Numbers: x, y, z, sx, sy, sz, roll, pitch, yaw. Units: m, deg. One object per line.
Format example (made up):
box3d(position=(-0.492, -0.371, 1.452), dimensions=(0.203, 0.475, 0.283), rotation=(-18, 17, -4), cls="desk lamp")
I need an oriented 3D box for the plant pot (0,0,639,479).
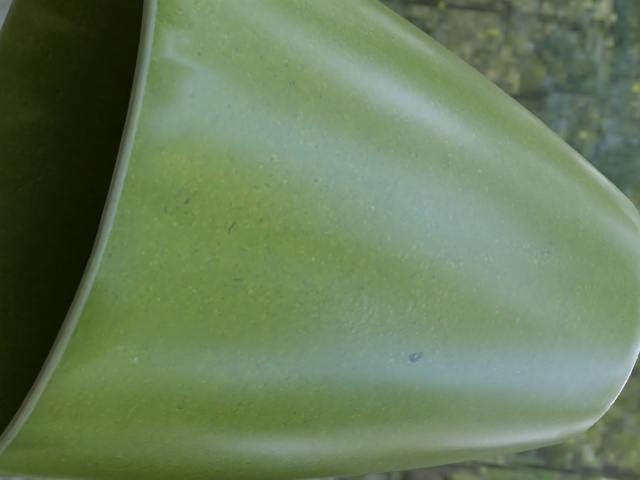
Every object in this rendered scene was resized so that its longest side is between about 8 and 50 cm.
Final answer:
box3d(position=(0.000, 0.000, 0.780), dimensions=(0.275, 0.293, 0.274), rotation=(-43, -141, 50), cls="plant pot")
